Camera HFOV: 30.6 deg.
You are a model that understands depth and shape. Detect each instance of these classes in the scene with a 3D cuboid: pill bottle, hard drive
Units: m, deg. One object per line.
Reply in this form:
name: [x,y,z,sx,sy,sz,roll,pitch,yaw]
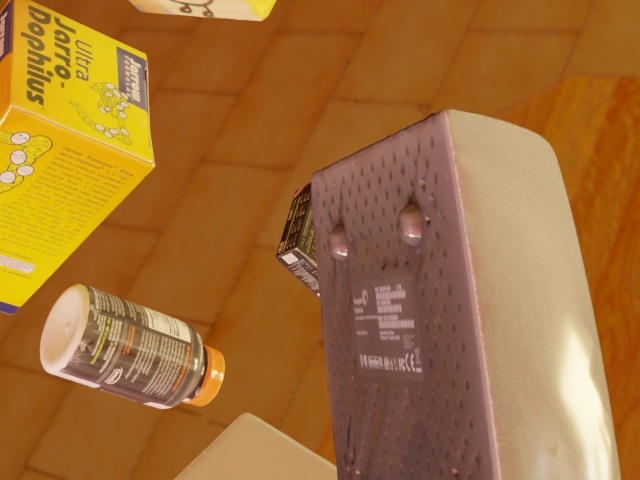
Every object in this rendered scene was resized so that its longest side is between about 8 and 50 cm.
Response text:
pill bottle: [-0.255,0.159,1.638,0.130,0.245,0.130,-33,45,40]
hard drive: [0.050,0.089,0.432,0.054,0.172,0.255,-5,87,-16]

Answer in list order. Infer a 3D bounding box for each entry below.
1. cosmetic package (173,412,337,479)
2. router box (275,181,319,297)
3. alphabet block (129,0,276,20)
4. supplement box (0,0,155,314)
cosmetic package: [0.023,0.370,0.590,0.393,0.327,0.329,25,57,41]
router box: [0.000,0.000,1.423,0.038,0.092,0.122,-25,34,36]
alphabet block: [-0.146,-0.377,1.306,0.197,0.192,0.193,11,72,36]
supplement box: [-0.389,-0.096,1.479,0.356,0.195,0.194,-41,43,33]
